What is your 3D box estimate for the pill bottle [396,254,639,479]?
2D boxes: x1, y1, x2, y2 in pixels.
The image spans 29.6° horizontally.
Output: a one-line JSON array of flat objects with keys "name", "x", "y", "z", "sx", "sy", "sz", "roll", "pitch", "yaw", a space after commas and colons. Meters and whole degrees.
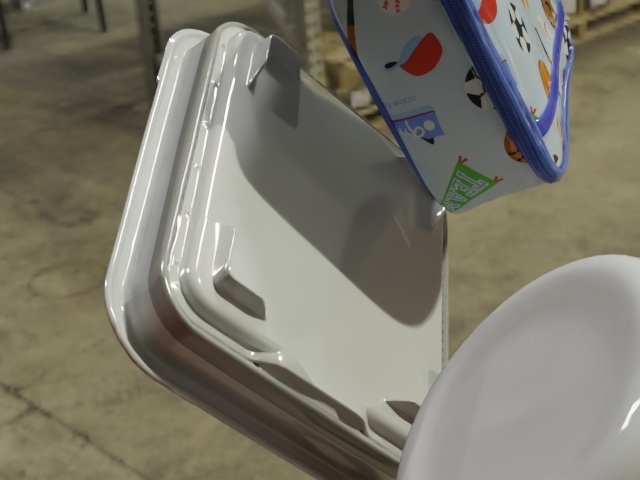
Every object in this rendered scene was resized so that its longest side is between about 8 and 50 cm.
[{"name": "pill bottle", "x": 0.237, "y": 0.188, "z": 0.686, "sx": 0.210, "sy": 0.363, "sz": 0.210, "roll": -45, "pitch": 19, "yaw": 21}]

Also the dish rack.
[{"name": "dish rack", "x": 0.000, "y": 0.000, "z": 0.863, "sx": 0.072, "sy": 0.285, "sz": 0.332, "roll": -33, "pitch": 34, "yaw": 33}]

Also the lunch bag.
[{"name": "lunch bag", "x": 0.112, "y": -0.169, "z": 0.914, "sx": 0.115, "sy": 0.243, "sz": 0.303, "roll": -23, "pitch": 23, "yaw": 26}]
